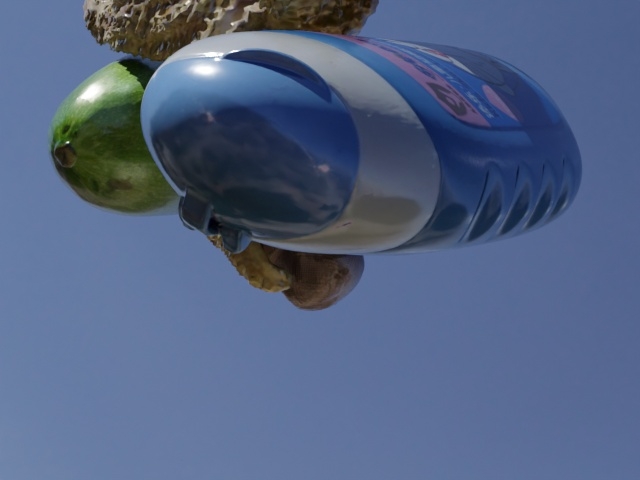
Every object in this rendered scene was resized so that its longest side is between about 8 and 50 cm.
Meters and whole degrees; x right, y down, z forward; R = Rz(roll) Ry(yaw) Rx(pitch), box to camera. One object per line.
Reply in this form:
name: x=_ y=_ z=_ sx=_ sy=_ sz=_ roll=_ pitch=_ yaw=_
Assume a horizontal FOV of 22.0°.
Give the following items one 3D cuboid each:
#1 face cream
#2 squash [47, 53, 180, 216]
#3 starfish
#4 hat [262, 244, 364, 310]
face cream: x=0.017 y=-0.043 z=0.696 sx=0.149 sy=0.083 sz=0.264 roll=25 pitch=14 yaw=22
squash: x=-0.072 y=-0.087 z=1.071 sx=0.107 sy=0.107 sz=0.395 roll=19 pitch=15 yaw=7
starfish: x=-0.011 y=-0.172 z=0.863 sx=0.084 sy=0.301 sz=0.293 roll=17 pitch=-65 yaw=-30
hat: x=0.002 y=-0.002 z=0.819 sx=0.042 sy=0.058 sz=0.087 roll=35 pitch=-56 yaw=34
